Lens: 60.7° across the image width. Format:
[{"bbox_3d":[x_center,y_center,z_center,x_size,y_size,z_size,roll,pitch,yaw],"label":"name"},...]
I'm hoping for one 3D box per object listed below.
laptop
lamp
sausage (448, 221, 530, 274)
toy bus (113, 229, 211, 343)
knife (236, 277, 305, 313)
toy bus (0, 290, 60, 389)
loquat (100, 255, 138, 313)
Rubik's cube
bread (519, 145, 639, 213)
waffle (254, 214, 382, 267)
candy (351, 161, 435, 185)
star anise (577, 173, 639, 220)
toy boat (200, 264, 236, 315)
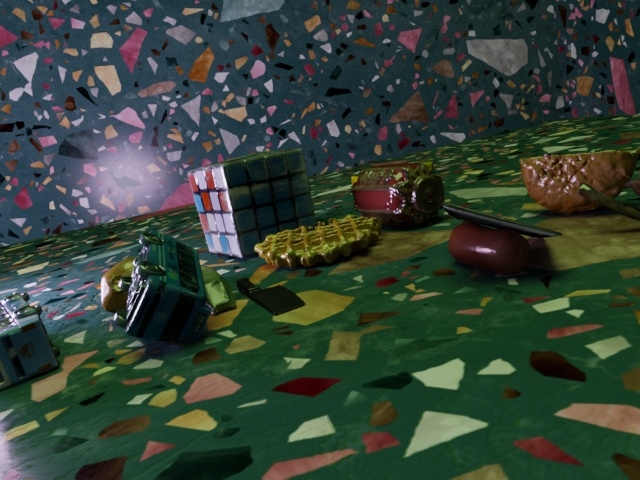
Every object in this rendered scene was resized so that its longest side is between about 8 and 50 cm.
[{"bbox_3d":[0.314,-0.032,0.971,0.187,0.015,0.269,16,4,15],"label":"laptop"},{"bbox_3d":[0.202,-0.125,1.462,0.177,0.177,0.274,-19,16,-28],"label":"lamp"},{"bbox_3d":[0.290,0.012,0.955,0.077,0.077,0.194,-16,14,-18],"label":"sausage"},{"bbox_3d":[-0.278,0.080,0.973,0.134,0.113,0.246,23,12,-24],"label":"toy bus"},{"bbox_3d":[-0.101,0.103,1.071,0.072,0.019,0.245,-13,14,-24],"label":"knife"},{"bbox_3d":[-0.572,0.174,0.998,0.131,0.106,0.297,-25,19,-33],"label":"toy bus"},{"bbox_3d":[-0.391,0.097,1.133,0.113,0.137,0.137,24,15,0],"label":"loquat"},{"bbox_3d":[-0.192,-0.110,1.546,0.259,0.256,0.253,-19,14,-30],"label":"Rubik's cube"},{"bbox_3d":[0.567,-0.133,1.193,0.143,0.139,0.229,-19,15,-40],"label":"bread"},{"bbox_3d":[0.000,0.002,1.319,0.309,0.065,0.283,4,22,42],"label":"waffle"},{"bbox_3d":[0.265,-0.219,1.993,0.276,0.088,0.146,-14,11,-12],"label":"candy"},{"bbox_3d":[0.658,-0.075,0.930,0.349,0.109,0.292,-1,5,0],"label":"star anise"},{"bbox_3d":[-0.246,0.094,1.152,0.093,0.055,0.293,-20,14,-23],"label":"toy boat"}]
